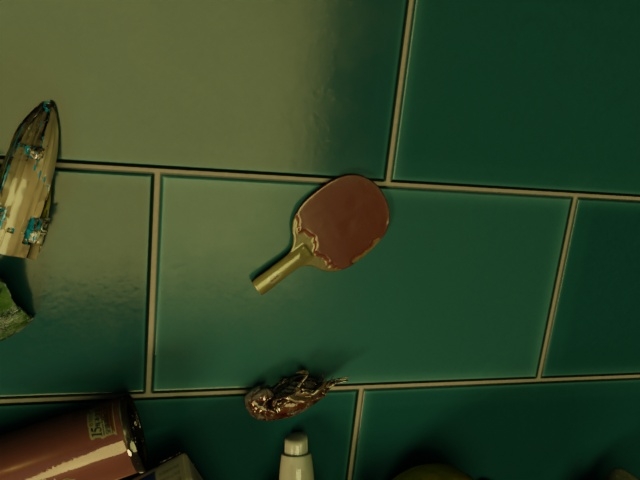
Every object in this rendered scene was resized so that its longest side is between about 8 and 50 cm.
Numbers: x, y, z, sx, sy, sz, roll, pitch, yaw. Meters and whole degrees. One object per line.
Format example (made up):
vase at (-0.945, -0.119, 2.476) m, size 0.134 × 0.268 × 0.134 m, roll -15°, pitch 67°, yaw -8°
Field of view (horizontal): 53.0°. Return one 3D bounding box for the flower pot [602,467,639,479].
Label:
flower pot at (0.482, 0.605, 1.153) m, size 0.367 × 0.164 × 0.254 m, roll -37°, pitch 127°, yaw -11°

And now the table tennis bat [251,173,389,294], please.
table tennis bat at (0.000, 0.000, 0.942) m, size 0.234 × 0.022 × 0.131 m, roll -38°, pitch 112°, yaw -5°

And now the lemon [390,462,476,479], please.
lemon at (0.188, 0.472, 1.018) m, size 0.240 × 0.240 × 0.219 m, roll 49°, pitch 68°, yaw -22°

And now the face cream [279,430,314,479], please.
face cream at (-0.037, 0.429, 0.998) m, size 0.101 × 0.101 × 0.251 m, roll 0°, pitch 86°, yaw -16°

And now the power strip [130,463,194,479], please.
power strip at (-0.275, 0.378, 0.952) m, size 0.191 × 0.047 × 0.030 m, roll -26°, pitch 114°, yaw -8°

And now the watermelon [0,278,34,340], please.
watermelon at (-0.442, 0.103, 0.830) m, size 0.155 × 0.080 × 0.101 m, roll -47°, pitch 147°, yaw -2°

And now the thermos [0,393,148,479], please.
thermos at (-0.411, 0.315, 0.873) m, size 0.330 × 0.136 × 0.109 m, roll -16°, pitch 77°, yaw -12°

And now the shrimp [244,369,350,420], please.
shrimp at (-0.034, 0.229, 0.977) m, size 0.165 × 0.056 × 0.065 m, roll -23°, pitch 104°, yaw -12°

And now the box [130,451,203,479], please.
box at (-0.216, 0.486, 0.960) m, size 0.200 × 0.065 × 0.343 m, roll -26°, pitch 122°, yaw -8°

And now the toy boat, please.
toy boat at (-0.365, -0.073, 0.795) m, size 0.084 × 0.066 × 0.210 m, roll 18°, pitch 89°, yaw -32°

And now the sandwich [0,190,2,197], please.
sandwich at (-0.488, -0.071, 0.744) m, size 0.162 × 0.058 × 0.193 m, roll -40°, pitch 88°, yaw 16°
